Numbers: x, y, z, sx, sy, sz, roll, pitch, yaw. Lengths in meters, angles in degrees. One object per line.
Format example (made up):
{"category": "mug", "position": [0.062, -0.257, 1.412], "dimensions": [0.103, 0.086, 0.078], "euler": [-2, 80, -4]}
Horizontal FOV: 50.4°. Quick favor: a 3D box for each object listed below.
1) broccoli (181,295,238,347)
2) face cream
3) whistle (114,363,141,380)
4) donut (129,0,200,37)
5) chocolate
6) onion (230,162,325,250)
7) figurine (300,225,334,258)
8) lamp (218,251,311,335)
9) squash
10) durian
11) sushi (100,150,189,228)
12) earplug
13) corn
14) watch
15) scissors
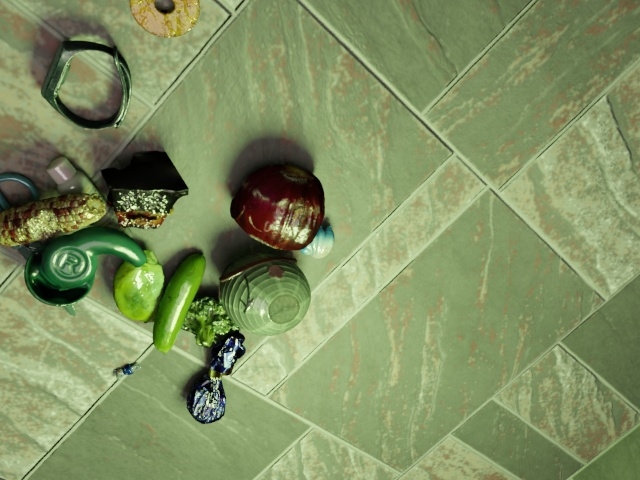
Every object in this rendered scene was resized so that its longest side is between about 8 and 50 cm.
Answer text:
{"category": "broccoli", "position": [-0.318, 0.235, 1.913], "dimensions": [0.167, 0.160, 0.154], "euler": [24, 136, -16]}
{"category": "face cream", "position": [-0.578, -0.093, 1.696], "dimensions": [0.082, 0.082, 0.269], "euler": [-28, 122, 4]}
{"category": "whistle", "position": [-0.572, 0.388, 2.017], "dimensions": [0.083, 0.029, 0.033], "euler": [-20, 91, 4]}
{"category": "donut", "position": [-0.344, -0.525, 1.508], "dimensions": [0.151, 0.058, 0.152], "euler": [-6, 121, -10]}
{"category": "chocolate", "position": [-0.301, 0.383, 2.031], "dimensions": [0.126, 0.148, 0.343], "euler": [32, 118, 19]}
{"category": "onion", "position": [-0.111, -0.083, 1.751], "dimensions": [0.206, 0.207, 0.216], "euler": [14, 110, -25]}
{"category": "figurine", "position": [0.000, 0.000, 1.904], "dimensions": [0.114, 0.079, 0.114], "euler": [-17, 126, -25]}
{"category": "lamp", "position": [-0.157, 0.143, 1.862], "dimensions": [0.265, 0.233, 0.233], "euler": [-7, 125, -35]}
{"category": "squash", "position": [-0.394, 0.169, 1.863], "dimensions": [0.082, 0.082, 0.293], "euler": [22, 94, -25]}
{"category": "durian", "position": [-0.492, 0.137, 1.843], "dimensions": [0.139, 0.101, 0.250], "euler": [2, 124, -17]}
{"category": "sushi", "position": [-0.443, -0.106, 1.689], "dimensions": [0.172, 0.153, 0.150], "euler": [-17, 145, -29]}
{"category": "earplug", "position": [-0.611, 0.061, 1.702], "dimensions": [0.280, 0.257, 0.164], "euler": [-20, 101, 46]}
{"category": "corn", "position": [-0.651, -0.051, 1.623], "dimensions": [0.289, 0.098, 0.098], "euler": [-11, 124, 13]}
{"category": "watch", "position": [-0.524, -0.358, 1.561], "dimensions": [0.192, 0.068, 0.206], "euler": [21, 117, -28]}
{"category": "scissors", "position": [-0.744, 0.032, 1.759], "dimensions": [0.192, 0.029, 0.447], "euler": [-20, 123, -1]}
